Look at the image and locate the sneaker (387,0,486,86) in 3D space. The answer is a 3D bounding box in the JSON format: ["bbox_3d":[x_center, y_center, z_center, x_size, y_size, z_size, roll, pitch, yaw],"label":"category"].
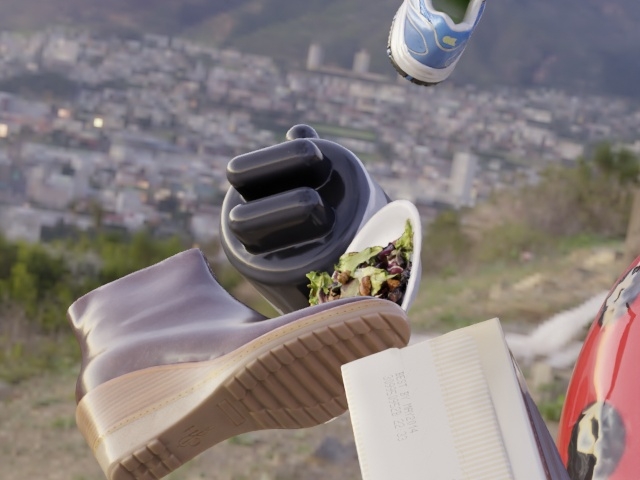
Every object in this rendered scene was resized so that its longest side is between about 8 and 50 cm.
[{"bbox_3d":[0.115,-0.233,1.236,0.080,0.211,0.081,15,-22,-16],"label":"sneaker"}]

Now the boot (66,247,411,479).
[{"bbox_3d":[-0.071,0.060,1.084,0.248,0.090,0.207,-26,37,2],"label":"boot"}]

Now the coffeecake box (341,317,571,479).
[{"bbox_3d":[0.078,0.141,0.599,0.068,0.142,0.185,-18,-36,10],"label":"coffeecake box"}]

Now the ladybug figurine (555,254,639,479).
[{"bbox_3d":[0.250,0.153,0.789,0.305,0.449,0.162,-24,-38,27],"label":"ladybug figurine"}]

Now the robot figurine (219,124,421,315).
[{"bbox_3d":[-0.002,0.002,1.555,0.173,0.209,0.278,25,-13,33],"label":"robot figurine"}]

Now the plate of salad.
[{"bbox_3d":[0.024,0.054,1.226,0.048,0.200,0.200,24,5,-17],"label":"plate of salad"}]
